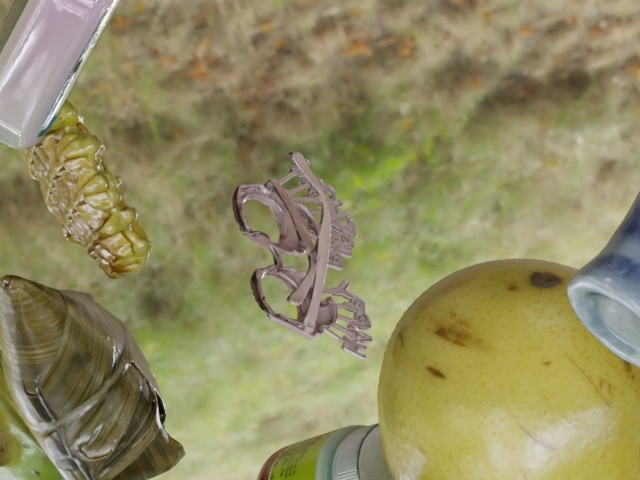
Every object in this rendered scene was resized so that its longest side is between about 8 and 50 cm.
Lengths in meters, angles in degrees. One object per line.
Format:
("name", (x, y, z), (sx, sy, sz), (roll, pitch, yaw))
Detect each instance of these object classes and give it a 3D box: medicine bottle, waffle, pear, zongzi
("medicine bottle", (0.029, 0.304, 2.041), (0.139, 0.139, 0.225), (-18, 175, -38))
("medicine bottle", (-0.221, -0.189, 1.390), (0.219, 0.078, 0.115), (-58, -167, 17))
("waffle", (-0.238, -0.057, 1.606), (0.056, 0.253, 0.249), (-33, 147, -16))
("pear", (0.229, 0.191, 1.793), (0.348, 0.348, 0.348), (-18, 180, 0))
("zongzi", (-0.274, 0.084, 1.619), (0.134, 0.288, 0.286), (-35, -142, -8))

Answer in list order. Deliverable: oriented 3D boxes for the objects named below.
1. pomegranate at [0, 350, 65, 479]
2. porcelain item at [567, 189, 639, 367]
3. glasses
("pomegranate", (-0.367, 0.222, 2.108), (0.341, 0.260, 0.260), (-23, -176, -44))
("porcelain item", (0.276, -0.032, 1.095), (0.259, 0.141, 0.141), (-46, -172, -15))
("glasses", (0.000, 0.004, 1.791), (0.162, 0.255, 0.095), (19, 139, -42))
